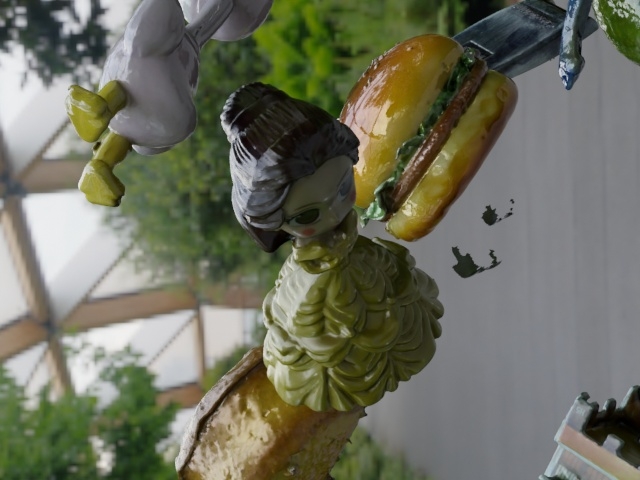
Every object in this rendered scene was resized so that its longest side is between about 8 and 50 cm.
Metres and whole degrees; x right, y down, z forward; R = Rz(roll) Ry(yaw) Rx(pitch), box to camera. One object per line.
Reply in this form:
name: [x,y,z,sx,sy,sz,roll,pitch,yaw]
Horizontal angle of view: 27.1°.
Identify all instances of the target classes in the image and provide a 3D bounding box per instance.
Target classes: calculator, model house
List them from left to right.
calculator: [0.281,-0.298,2.043,0.177,0.268,0.040,43,161,55]
model house: [0.359,0.304,1.530,0.198,0.224,0.215,5,-68,-54]

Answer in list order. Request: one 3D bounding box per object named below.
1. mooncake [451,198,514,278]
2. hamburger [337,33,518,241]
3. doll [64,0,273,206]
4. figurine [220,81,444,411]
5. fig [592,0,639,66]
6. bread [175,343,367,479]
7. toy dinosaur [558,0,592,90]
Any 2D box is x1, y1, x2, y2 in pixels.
mooncake: [0.282,-0.027,1.113,0.150,0.346,0.057,58,-163,-49]
hamburger: [0.104,-0.123,1.521,0.246,0.170,0.246,-55,0,0]
doll: [-0.112,-0.188,1.150,0.160,0.094,0.365,92,-167,-48]
figurine: [0.002,0.003,1.195,0.315,0.187,0.168,71,-177,-52]
fig: [0.358,-0.269,1.382,0.235,0.203,0.203,-152,60,-71]
bread: [-0.093,0.300,1.903,0.179,0.194,0.340,-19,-36,-49]
toy dinosaur: [0.209,-0.259,0.978,0.188,0.075,0.248,88,-166,-51]
